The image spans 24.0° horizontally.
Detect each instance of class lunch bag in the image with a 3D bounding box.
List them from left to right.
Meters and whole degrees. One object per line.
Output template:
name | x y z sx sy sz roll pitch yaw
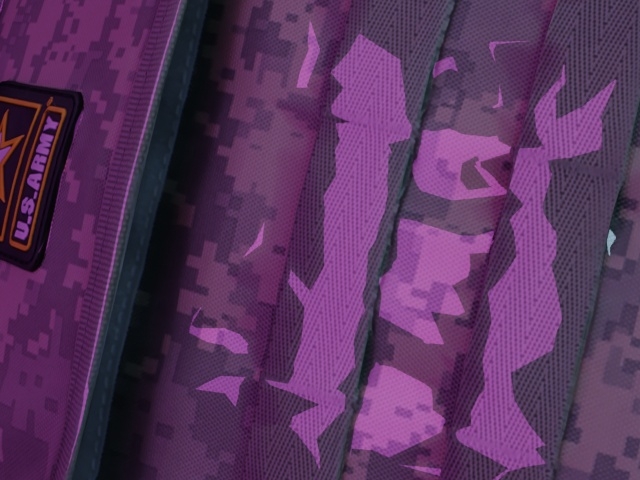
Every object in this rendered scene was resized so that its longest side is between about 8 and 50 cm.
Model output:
lunch bag | 0.000 0.000 0.461 0.287 0.169 0.235 14 89 20
